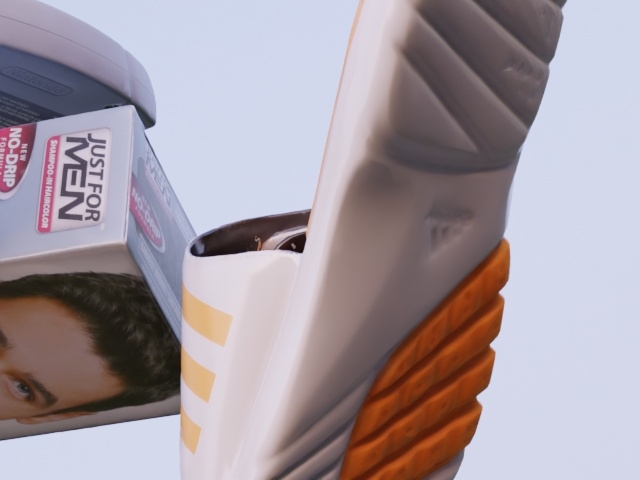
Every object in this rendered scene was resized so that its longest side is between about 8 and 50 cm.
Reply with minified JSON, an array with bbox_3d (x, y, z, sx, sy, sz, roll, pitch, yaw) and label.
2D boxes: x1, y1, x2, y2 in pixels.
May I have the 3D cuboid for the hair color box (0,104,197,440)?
[{"bbox_3d":[-0.269,0.043,1.191,0.374,0.113,0.185,-10,-39,11],"label":"hair color box"}]

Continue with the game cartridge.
[{"bbox_3d":[-0.269,-0.123,1.414,0.198,0.062,0.297,-22,-21,26],"label":"game cartridge"}]

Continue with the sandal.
[{"bbox_3d":[0.008,-0.002,0.567,0.102,0.076,0.265,-11,-56,-44],"label":"sandal"}]
